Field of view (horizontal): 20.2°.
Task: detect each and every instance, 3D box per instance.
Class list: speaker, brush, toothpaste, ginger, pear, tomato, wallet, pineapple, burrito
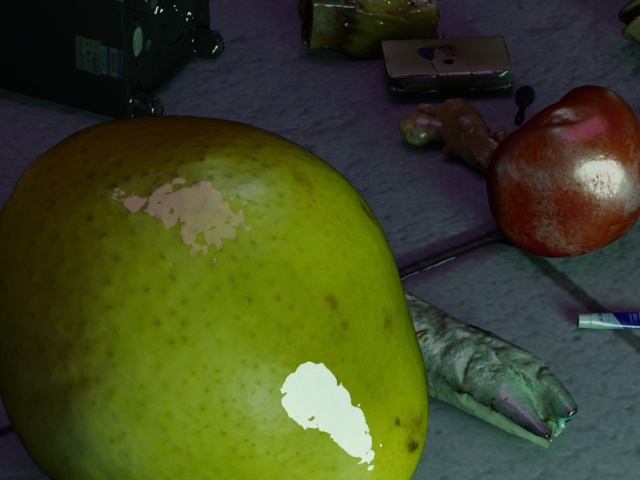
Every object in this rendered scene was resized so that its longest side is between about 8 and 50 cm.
[{"bbox_3d":[-0.270,-0.289,2.202,0.254,0.184,0.232,15,39,18],"label":"speaker"},{"bbox_3d":[0.242,-0.162,2.140,0.024,0.008,0.083,7,37,10],"label":"brush"},{"bbox_3d":[0.298,0.080,1.795,0.083,0.015,0.024,1,43,-3],"label":"toothpaste"},{"bbox_3d":[0.200,-0.115,2.039,0.193,0.052,0.176,-9,31,-11],"label":"ginger"},{"bbox_3d":[-0.097,0.080,1.530,0.418,0.362,0.362,37,44,2],"label":"pear"},{"bbox_3d":[0.264,-0.068,1.876,0.187,0.187,0.151,-17,60,-20],"label":"tomato"},{"bbox_3d":[0.155,-0.212,2.190,0.155,0.039,0.110,-3,32,-2],"label":"wallet"},{"bbox_3d":[0.044,-0.306,2.267,0.236,0.114,0.186,31,47,34],"label":"pineapple"},{"bbox_3d":[0.119,0.109,1.719,0.309,0.066,0.096,26,49,34],"label":"burrito"}]

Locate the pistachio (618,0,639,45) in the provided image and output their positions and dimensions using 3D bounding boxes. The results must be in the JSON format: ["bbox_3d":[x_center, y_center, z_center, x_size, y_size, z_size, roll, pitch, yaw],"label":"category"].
[{"bbox_3d":[0.493,-0.297,2.171,0.260,0.213,0.163,-16,70,1],"label":"pistachio"}]
